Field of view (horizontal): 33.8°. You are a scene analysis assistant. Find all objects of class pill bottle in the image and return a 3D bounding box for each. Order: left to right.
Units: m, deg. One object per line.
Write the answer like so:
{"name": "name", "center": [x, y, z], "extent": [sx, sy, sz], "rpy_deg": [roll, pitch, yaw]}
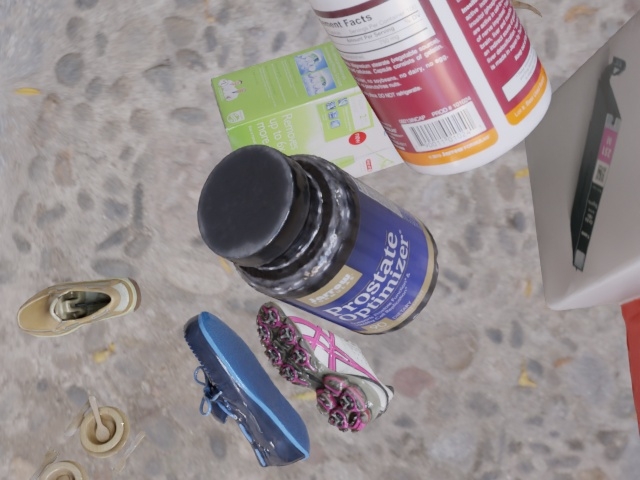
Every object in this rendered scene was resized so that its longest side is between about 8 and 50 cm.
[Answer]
{"name": "pill bottle", "center": [0.000, 0.000, 0.888], "extent": [0.219, 0.123, 0.123], "rpy_deg": [27, 89, -52]}
{"name": "pill bottle", "center": [0.045, -0.113, 0.509], "extent": [0.086, 0.086, 0.152], "rpy_deg": [-38, 118, -9]}

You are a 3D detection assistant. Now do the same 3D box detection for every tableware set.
{"name": "tableware set", "center": [-0.386, 0.349, 1.693], "extent": [0.128, 0.039, 0.194], "rpy_deg": [28, 74, 23]}

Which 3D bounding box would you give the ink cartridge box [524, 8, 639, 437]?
{"name": "ink cartridge box", "center": [0.192, 0.003, 0.538], "extent": [0.060, 0.275, 0.239], "rpy_deg": [-1, 76, -12]}

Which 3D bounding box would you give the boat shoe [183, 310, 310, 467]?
{"name": "boat shoe", "center": [-0.110, 0.210, 1.368], "extent": [0.089, 0.109, 0.258], "rpy_deg": [-28, 110, 15]}

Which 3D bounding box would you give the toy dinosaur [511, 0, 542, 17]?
{"name": "toy dinosaur", "center": [0.196, -0.314, 1.364], "extent": [0.211, 0.112, 0.064], "rpy_deg": [11, 124, 0]}

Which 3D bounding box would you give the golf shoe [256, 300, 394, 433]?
{"name": "golf shoe", "center": [0.003, 0.137, 1.211], "extent": [0.186, 0.067, 0.086], "rpy_deg": [46, 40, 15]}

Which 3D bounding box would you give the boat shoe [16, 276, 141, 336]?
{"name": "boat shoe", "center": [-0.326, 0.084, 1.352], "extent": [0.190, 0.072, 0.068], "rpy_deg": [-18, 87, 25]}

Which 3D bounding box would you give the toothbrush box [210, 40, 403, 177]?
{"name": "toothbrush box", "center": [-0.007, -0.191, 1.673], "extent": [0.283, 0.122, 0.206], "rpy_deg": [-18, 143, -3]}
